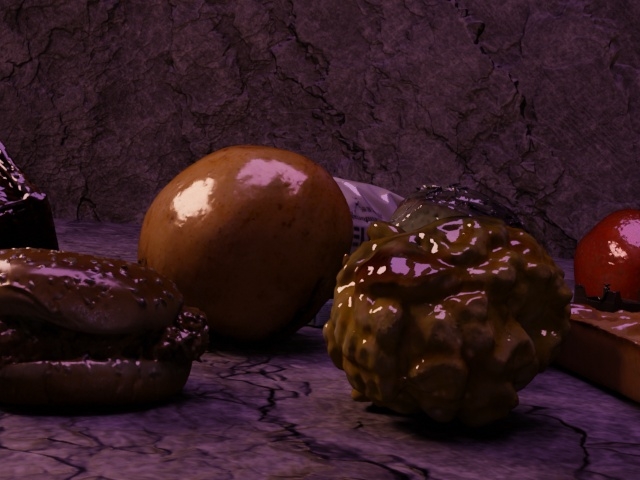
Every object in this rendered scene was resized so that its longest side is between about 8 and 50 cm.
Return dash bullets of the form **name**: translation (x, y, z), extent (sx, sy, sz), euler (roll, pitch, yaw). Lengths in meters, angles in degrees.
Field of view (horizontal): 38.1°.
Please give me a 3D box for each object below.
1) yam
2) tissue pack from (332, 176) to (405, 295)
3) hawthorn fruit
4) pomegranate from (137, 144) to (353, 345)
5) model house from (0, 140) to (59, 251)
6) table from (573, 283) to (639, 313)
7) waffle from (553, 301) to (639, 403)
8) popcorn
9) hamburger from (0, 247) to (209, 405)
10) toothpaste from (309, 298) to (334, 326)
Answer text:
- **yam**: translation (0.149, 0.038, 1.036), extent (0.202, 0.202, 0.271), euler (12, 6, 19)
- **tissue pack**: translation (0.000, 0.000, 1.503), extent (0.376, 0.195, 0.390), euler (6, -7, -36)
- **hawthorn fruit**: translation (0.501, 0.059, 1.437), extent (0.197, 0.196, 0.225), euler (3, 26, -13)
- **pomegranate**: translation (-0.090, 0.003, 1.102), extent (0.261, 0.260, 0.260), euler (4, 3, 0)
- **model house**: translation (-0.484, 0.009, 1.212), extent (0.283, 0.297, 0.317), euler (12, -35, -5)
- **table**: translation (0.377, 0.101, 1.204), extent (0.070, 0.082, 0.083), euler (1, 5, -30)
- **waffle**: translation (0.416, 0.122, 0.966), extent (0.304, 0.077, 0.348), euler (2, 4, -10)
- **popcorn**: translation (0.105, 0.066, 0.799), extent (0.218, 0.169, 0.189), euler (-23, 13, -37)
- **hamburger**: translation (-0.206, 0.070, 0.808), extent (0.215, 0.122, 0.189), euler (5, 1, -14)
- **toothpaste**: translation (0.044, 0.100, 1.298), extent (0.164, 0.034, 0.046), euler (1, 1, -38)
